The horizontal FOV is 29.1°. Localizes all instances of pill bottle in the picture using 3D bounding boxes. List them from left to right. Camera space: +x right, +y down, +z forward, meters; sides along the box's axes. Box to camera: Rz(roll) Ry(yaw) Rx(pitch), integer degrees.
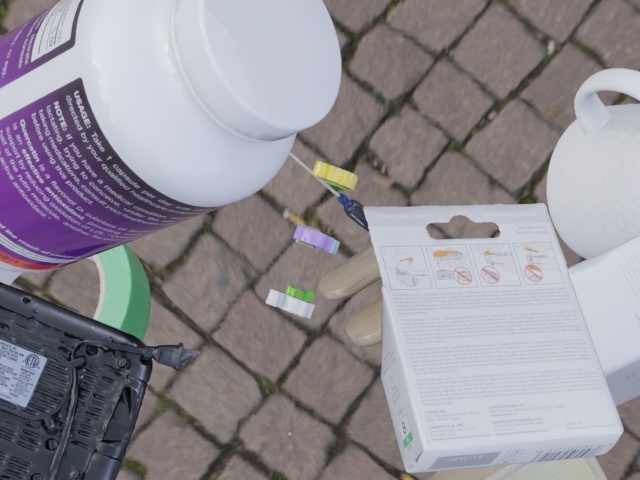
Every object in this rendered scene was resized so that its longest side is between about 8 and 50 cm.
[{"bbox_3d":[-0.142,-0.093,0.890,0.181,0.323,0.181,18,65,-43],"label":"pill bottle"}]

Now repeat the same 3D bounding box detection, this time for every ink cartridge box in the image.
[{"bbox_3d":[0.133,0.076,1.024,0.181,0.056,0.224,-1,56,-20],"label":"ink cartridge box"}]

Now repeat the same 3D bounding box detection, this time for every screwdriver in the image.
[{"bbox_3d":[0.015,-0.064,1.550,0.170,0.025,0.024,41,75,-35],"label":"screwdriver"}]

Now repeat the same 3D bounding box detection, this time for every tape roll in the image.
[{"bbox_3d":[-0.419,0.107,1.857,0.321,0.077,0.321,-8,62,15],"label":"tape roll"}]

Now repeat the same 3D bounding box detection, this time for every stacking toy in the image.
[{"bbox_3d":[0.000,0.000,1.422,0.052,0.221,0.167,20,91,5],"label":"stacking toy"}]

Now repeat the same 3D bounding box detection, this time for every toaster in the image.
[{"bbox_3d":[-0.188,0.110,0.699,0.186,0.110,0.168,22,78,-5],"label":"toaster"}]

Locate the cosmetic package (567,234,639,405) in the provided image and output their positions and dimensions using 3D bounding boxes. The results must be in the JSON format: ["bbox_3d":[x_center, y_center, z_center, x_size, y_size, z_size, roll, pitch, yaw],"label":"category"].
[{"bbox_3d":[0.357,0.105,1.470,0.225,0.224,0.138,-26,68,3],"label":"cosmetic package"}]

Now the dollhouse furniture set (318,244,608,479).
[{"bbox_3d":[0.131,0.241,1.386,0.256,0.394,0.362,-31,113,-2],"label":"dollhouse furniture set"}]

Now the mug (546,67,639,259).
[{"bbox_3d":[0.545,-0.119,1.970,0.276,0.328,0.374,-44,111,-16],"label":"mug"}]
